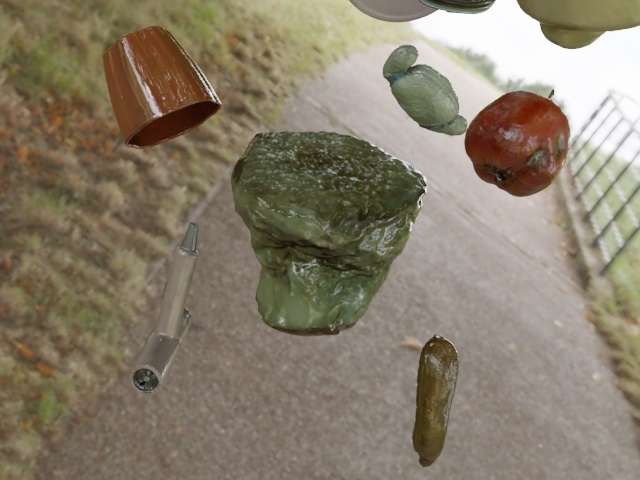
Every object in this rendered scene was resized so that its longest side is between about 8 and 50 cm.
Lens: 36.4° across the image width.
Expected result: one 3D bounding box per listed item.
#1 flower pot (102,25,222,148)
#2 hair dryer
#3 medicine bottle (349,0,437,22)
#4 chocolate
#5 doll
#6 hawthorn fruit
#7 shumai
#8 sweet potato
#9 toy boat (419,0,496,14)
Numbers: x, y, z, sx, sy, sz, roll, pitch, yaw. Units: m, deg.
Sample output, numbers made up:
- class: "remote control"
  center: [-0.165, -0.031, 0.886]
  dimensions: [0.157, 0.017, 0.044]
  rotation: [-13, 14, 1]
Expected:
- class: "flower pot"
  center: [-0.294, -0.280, 1.741]
  dimensions: [0.173, 0.190, 0.190]
  rotation: [66, 9, 3]
- class: "hair dryer"
  center: [-0.214, 0.090, 1.435]
  dimensions: [0.053, 0.220, 0.195]
  rotation: [19, 25, -2]
- class: "medicine bottle"
  center: [0.120, -0.535, 1.612]
  dimensions: [0.256, 0.256, 0.325]
  rotation: [34, 34, -34]
- class: "chocolate"
  center: [0.506, -0.507, 1.734]
  dimensions: [0.314, 0.326, 0.297]
  rotation: [-71, 151, -54]
- class: "doll"
  center: [0.172, -0.242, 1.622]
  dimensions: [0.103, 0.072, 0.214]
  rotation: [-10, -40, 39]
- class: "hawthorn fruit"
  center: [0.411, -0.217, 1.929]
  dimensions: [0.207, 0.243, 0.207]
  rotation: [32, -19, 12]
- class: "shumai"
  center: [0.000, 0.000, 1.719]
  dimensions: [0.324, 0.324, 0.397]
  rotation: [15, 26, 12]
- class: "sweet potato"
  center: [0.179, 0.264, 1.537]
  dimensions: [0.062, 0.233, 0.081]
  rotation: [10, 17, 18]
- class: "toy boat"
  center: [0.206, -0.369, 1.477]
  dimensions: [0.140, 0.059, 0.066]
  rotation: [-1, -12, -22]
